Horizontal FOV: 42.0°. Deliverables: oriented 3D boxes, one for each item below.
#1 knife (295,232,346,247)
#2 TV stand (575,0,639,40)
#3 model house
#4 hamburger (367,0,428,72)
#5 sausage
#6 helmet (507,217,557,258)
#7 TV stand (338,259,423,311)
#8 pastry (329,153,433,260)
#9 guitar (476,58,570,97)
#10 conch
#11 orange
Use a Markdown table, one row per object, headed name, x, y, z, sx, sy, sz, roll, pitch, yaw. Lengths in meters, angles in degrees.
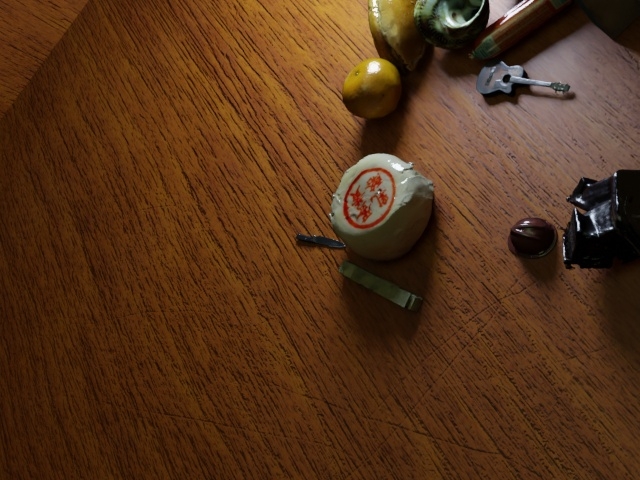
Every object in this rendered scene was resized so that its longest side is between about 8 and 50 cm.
| name | x | y | z | sx | sy | sz | roll | pitch | yaw |
| --- | --- | --- | --- | --- | --- | --- | --- | --- | --- |
| knife | 0.000 | 0.000 | 2.118 | 0.170 | 0.010 | 0.023 | 12 | 86 | 41 |
| TV stand | 0.550 | -0.519 | 1.683 | 0.088 | 0.269 | 0.082 | -45 | 49 | 18 |
| model house | 0.550 | -0.036 | 1.604 | 0.164 | 0.141 | 0.203 | -39 | 25 | 50 |
| hamburger | 0.196 | -0.564 | 2.088 | 0.144 | 0.157 | 0.282 | -15 | 61 | 35 |
| sausage | 0.445 | -0.493 | 1.895 | 0.264 | 0.083 | 0.083 | -33 | 53 | 28 |
| helmet | 0.426 | -0.012 | 1.723 | 0.111 | 0.057 | 0.089 | 4 | 77 | 41 |
| TV stand | 0.132 | 0.101 | 1.940 | 0.249 | 0.042 | 0.036 | 27 | 95 | 44 |
| pastry | 0.140 | -0.080 | 1.951 | 0.265 | 0.133 | 0.264 | -22 | 56 | 35 |
| guitar | 0.454 | -0.354 | 1.866 | 0.233 | 0.025 | 0.088 | 20 | 85 | 43 |
| conch | 0.317 | -0.544 | 1.981 | 0.187 | 0.124 | 0.181 | -46 | 65 | 28 |
| orange | 0.132 | -0.373 | 2.075 | 0.159 | 0.136 | 0.159 | -34 | 36 | 29 |
